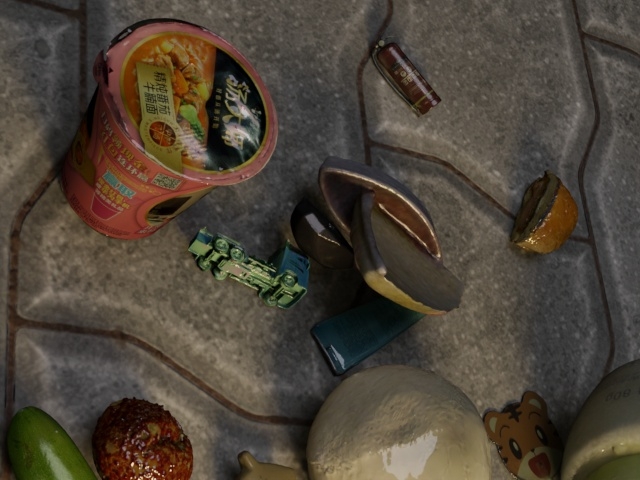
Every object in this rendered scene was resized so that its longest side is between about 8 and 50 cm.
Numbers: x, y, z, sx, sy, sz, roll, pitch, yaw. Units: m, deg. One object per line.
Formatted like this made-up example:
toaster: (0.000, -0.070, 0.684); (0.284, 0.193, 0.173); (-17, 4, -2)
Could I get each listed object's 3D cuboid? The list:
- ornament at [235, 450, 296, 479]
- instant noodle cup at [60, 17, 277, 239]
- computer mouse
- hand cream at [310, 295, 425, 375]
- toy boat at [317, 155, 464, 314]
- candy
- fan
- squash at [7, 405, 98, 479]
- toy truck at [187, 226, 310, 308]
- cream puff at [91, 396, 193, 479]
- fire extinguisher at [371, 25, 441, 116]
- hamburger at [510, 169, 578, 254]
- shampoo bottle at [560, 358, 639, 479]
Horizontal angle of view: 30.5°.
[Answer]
ornament: (-0.057, 0.406, 1.474); (0.245, 0.061, 0.230); (48, 47, -10)
instant noodle cup: (-0.217, -0.122, 1.517); (0.244, 0.255, 0.244); (17, 57, -27)
computer mouse: (0.000, 0.000, 1.717); (0.099, 0.057, 0.172); (51, 5, 29)
hand cream: (0.086, 0.124, 1.752); (0.224, 0.048, 0.083); (-24, 81, -35)
toy boat: (0.111, 0.019, 1.721); (0.276, 0.111, 0.293); (33, 27, -38)
candy: (0.114, 0.296, 1.579); (0.295, 0.185, 0.295); (18, 60, -33)
fan: (0.344, 0.352, 1.829); (0.152, 0.008, 0.227); (-15, 75, -41)
squash: (-0.273, 0.322, 1.349); (0.082, 0.082, 0.292); (-34, 89, -42)
toy truck: (-0.100, 0.025, 1.655); (0.175, 0.067, 0.081); (27, 47, -18)
cream puff: (-0.207, 0.251, 1.410); (0.149, 0.084, 0.149); (52, 20, -29)
fire extinguisher: (0.142, -0.287, 2.010); (0.064, 0.043, 0.158); (-39, 91, 0)
hamburger: (0.406, -0.037, 2.034); (0.102, 0.087, 0.176); (36, 48, -13)
shampoo bottle: (0.524, 0.344, 1.755); (0.322, 0.322, 0.317); (34, 43, -16)
